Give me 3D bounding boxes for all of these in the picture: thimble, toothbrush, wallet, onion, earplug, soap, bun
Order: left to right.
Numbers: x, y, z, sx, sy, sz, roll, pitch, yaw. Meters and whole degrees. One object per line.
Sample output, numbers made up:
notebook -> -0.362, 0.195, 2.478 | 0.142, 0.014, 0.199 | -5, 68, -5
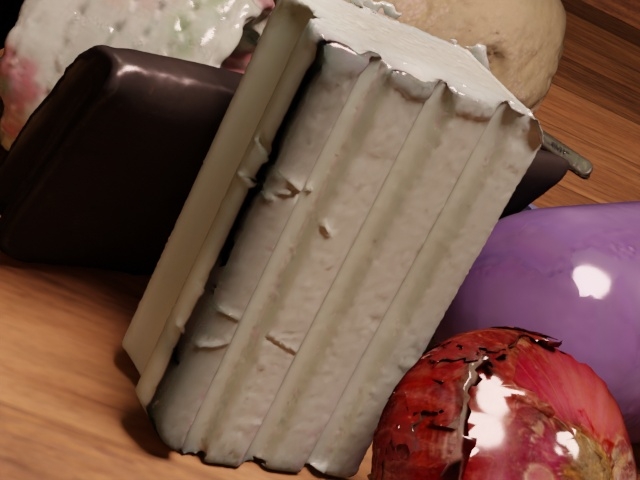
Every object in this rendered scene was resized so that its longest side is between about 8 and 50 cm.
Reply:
thimble -> -0.134, -0.121, 0.798 | 0.149, 0.185, 0.211 | 26, 65, 3
wallet -> -0.017, -0.028, 0.722 | 0.377, 0.197, 0.051 | 8, 55, -36
soap -> 0.000, 0.000, 0.602 | 0.150, 0.261, 0.094 | 15, 25, -29
bun -> 0.099, -0.245, 1.213 | 0.359, 0.211, 0.360 | 27, 7, -4
onion -> 0.093, 0.140, 0.597 | 0.184, 0.147, 0.184 | 9, 74, -34
toothbrush -> 0.249, -0.176, 1.470 | 0.297, 0.030, 0.030 | 39, 53, 19
earplug -> 0.276, 0.060, 0.852 | 0.456, 0.215, 0.215 | 0, 37, -41

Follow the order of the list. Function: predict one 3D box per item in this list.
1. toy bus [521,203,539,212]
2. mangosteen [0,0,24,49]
toy bus -> 0.211, 0.018, 1.004 | 0.167, 0.076, 0.073 | 26, 25, -5
mangosteen -> -0.321, -0.241, 0.768 | 0.287, 0.287, 0.233 | 28, -2, -1
